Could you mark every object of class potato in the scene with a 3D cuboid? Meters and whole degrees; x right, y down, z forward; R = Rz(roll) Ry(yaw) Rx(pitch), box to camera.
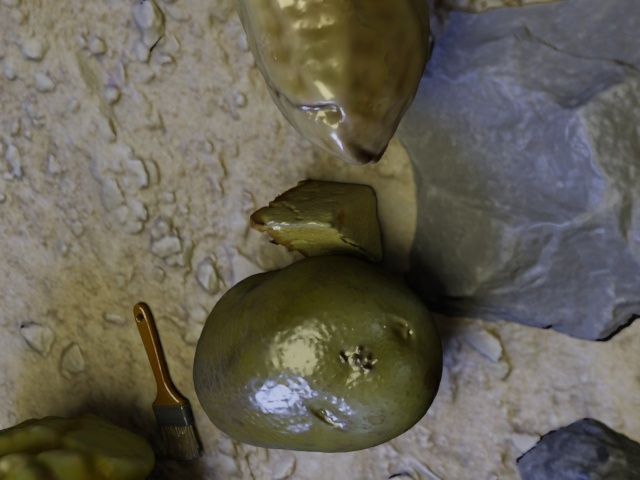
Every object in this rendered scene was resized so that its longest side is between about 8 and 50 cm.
[{"bbox_3d":[-0.014,0.105,1.295,0.251,0.159,0.174,-19,98,46],"label":"potato"}]

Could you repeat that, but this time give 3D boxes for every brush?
[{"bbox_3d":[-0.156,0.140,1.490,0.043,0.014,0.170,-5,109,32],"label":"brush"}]

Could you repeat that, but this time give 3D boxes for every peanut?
[{"bbox_3d":[-0.006,-0.227,1.130,0.340,0.158,0.174,69,165,-17],"label":"peanut"}]

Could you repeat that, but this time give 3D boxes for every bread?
[{"bbox_3d":[0.000,0.000,1.268,0.084,0.109,0.080,3,110,26],"label":"bread"}]

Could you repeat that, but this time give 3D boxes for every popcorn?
[{"bbox_3d":[-0.273,0.342,1.490,0.293,0.292,0.334,2,108,37],"label":"popcorn"}]
